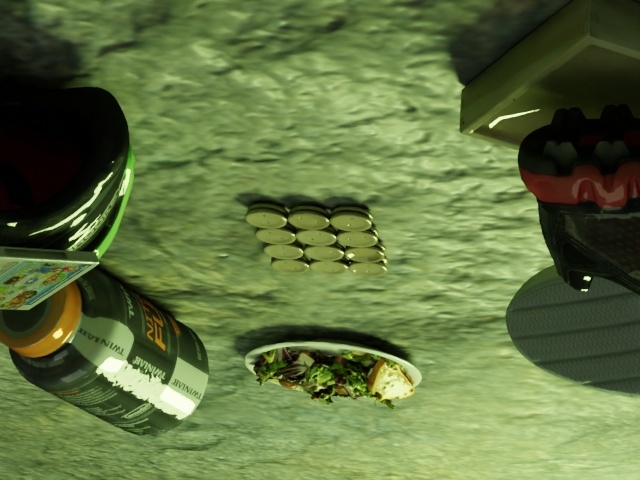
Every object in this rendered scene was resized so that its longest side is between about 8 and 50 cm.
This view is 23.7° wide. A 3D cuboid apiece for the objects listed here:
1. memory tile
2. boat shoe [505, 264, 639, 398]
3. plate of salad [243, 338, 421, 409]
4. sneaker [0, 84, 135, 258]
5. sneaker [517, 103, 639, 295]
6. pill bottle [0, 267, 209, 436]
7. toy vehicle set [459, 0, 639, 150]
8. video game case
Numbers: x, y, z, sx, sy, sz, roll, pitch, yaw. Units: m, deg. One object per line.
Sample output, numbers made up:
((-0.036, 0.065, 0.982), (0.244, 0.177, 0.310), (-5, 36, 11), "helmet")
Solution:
((0.000, 0.000, 1.361), (0.113, 0.012, 0.148), (2, 158, 11), "memory tile")
((0.299, 0.029, 1.096), (0.335, 0.119, 0.121), (-10, 118, 33), "boat shoe")
((0.013, 0.154, 1.700), (0.200, 0.048, 0.200), (5, 159, 2), "plate of salad")
((-0.354, -0.054, 1.055), (0.483, 0.185, 0.202), (-9, 156, -32), "sneaker")
((0.266, -0.014, 0.969), (0.276, 0.097, 0.135), (0, 115, 18), "sneaker")
((-0.224, 0.104, 1.525), (0.130, 0.130, 0.246), (-4, 157, 25), "pill bottle")
((0.250, -0.084, 1.045), (0.267, 0.035, 0.166), (15, 157, -21), "toy vehicle set")
((-0.233, 0.028, 1.103), (0.087, 0.011, 0.122), (-31, 158, 32), "video game case")
